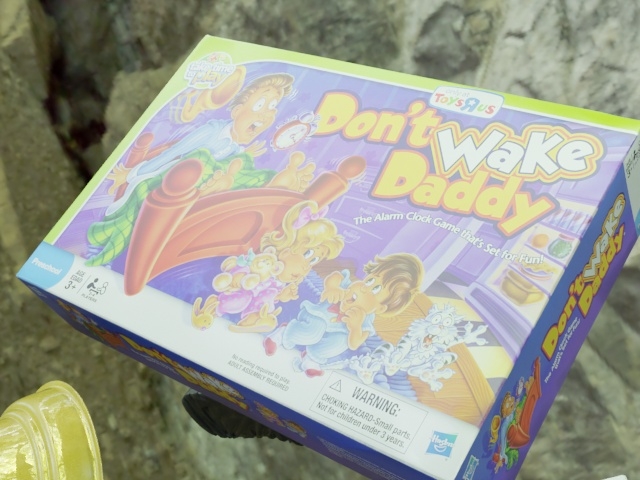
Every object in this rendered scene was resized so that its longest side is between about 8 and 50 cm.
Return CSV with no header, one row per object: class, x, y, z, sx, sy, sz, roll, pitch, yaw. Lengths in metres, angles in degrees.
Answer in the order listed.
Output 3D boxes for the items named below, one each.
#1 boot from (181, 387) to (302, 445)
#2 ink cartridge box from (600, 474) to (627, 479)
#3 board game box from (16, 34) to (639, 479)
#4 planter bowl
boot,-0.006,0.101,0.953,0.246,0.207,0.094,-11,-58,47
ink cartridge box,0.233,0.398,0.859,0.270,0.197,0.198,-99,169,-46
board game box,0.000,0.000,0.612,0.347,0.233,0.078,18,-25,35
planter bowl,-0.264,0.224,0.783,0.217,0.090,0.217,-12,-105,52
